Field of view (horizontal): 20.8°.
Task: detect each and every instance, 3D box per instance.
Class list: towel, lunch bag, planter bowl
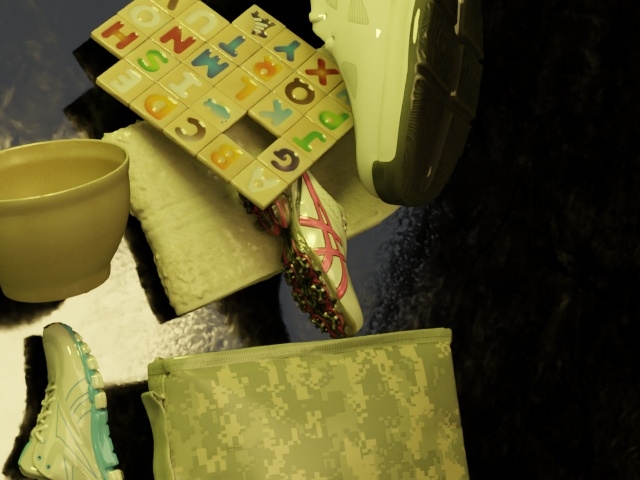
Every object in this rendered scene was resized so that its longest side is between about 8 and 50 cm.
[{"bbox_3d":[-0.057,-0.063,1.665,0.282,0.049,0.187,-24,88,-28],"label":"towel"},{"bbox_3d":[-0.021,0.210,1.547,0.287,0.169,0.235,-2,79,-31],"label":"lunch bag"},{"bbox_3d":[-0.237,-0.012,1.514,0.162,0.162,0.109,-19,112,-28],"label":"planter bowl"}]

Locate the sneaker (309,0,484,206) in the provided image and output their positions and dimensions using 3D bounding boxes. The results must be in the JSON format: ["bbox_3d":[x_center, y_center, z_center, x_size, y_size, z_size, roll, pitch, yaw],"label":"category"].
[{"bbox_3d":[0.012,-0.241,1.655,0.169,0.257,0.447,38,53,-63],"label":"sneaker"}]

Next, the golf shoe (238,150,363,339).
[{"bbox_3d":[0.000,0.000,1.610,0.086,0.067,0.186,-26,89,-29],"label":"golf shoe"}]

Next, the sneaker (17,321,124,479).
[{"bbox_3d":[-0.225,0.166,1.516,0.083,0.071,0.191,-11,82,-22],"label":"sneaker"}]

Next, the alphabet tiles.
[{"bbox_3d":[-0.088,-0.152,1.631,0.237,0.009,0.198,37,50,10],"label":"alphabet tiles"}]
